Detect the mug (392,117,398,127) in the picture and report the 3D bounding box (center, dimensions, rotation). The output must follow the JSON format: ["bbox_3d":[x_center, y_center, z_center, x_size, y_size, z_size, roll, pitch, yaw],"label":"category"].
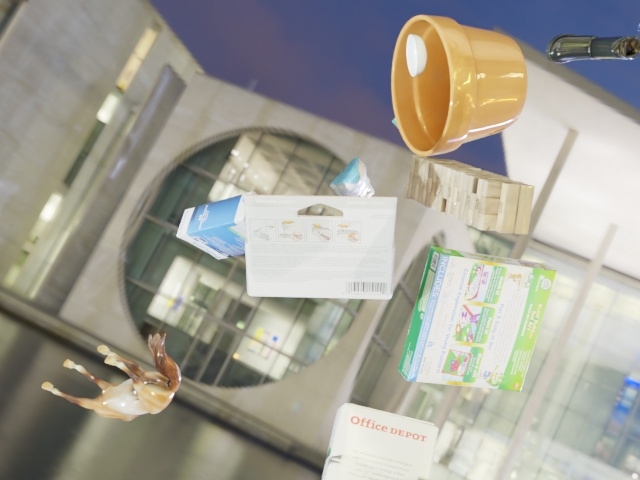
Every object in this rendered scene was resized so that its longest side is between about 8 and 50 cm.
[{"bbox_3d":[0.270,-0.327,2.435,0.097,0.129,0.158,46,-1,-4],"label":"mug"}]

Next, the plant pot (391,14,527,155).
[{"bbox_3d":[0.299,-0.329,1.942,0.203,0.291,0.291,-6,0,-18],"label":"plant pot"}]

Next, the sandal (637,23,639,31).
[{"bbox_3d":[0.733,-0.354,1.885,0.138,0.317,0.126,-6,-17,16],"label":"sandal"}]

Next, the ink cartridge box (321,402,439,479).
[{"bbox_3d":[0.082,0.382,1.438,0.160,0.219,0.092,15,-20,-1],"label":"ink cartridge box"}]

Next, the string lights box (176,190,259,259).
[{"bbox_3d":[-0.196,-0.030,2.095,0.133,0.077,0.259,31,-27,-35],"label":"string lights box"}]

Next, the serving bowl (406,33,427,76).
[{"bbox_3d":[0.195,-0.369,1.836,0.027,0.083,0.083,-6,-6,-8],"label":"serving bowl"}]

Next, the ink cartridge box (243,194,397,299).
[{"bbox_3d":[0.000,0.000,1.826,0.296,0.066,0.261,1,-52,1],"label":"ink cartridge box"}]

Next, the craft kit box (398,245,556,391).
[{"bbox_3d":[0.290,0.148,1.705,0.246,0.250,0.061,10,13,-18],"label":"craft kit box"}]

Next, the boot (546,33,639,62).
[{"bbox_3d":[0.424,-0.296,1.421,0.121,0.045,0.099,-11,19,-29],"label":"boot"}]

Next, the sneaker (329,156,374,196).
[{"bbox_3d":[0.082,-0.129,2.126,0.092,0.087,0.228,44,-2,-1],"label":"sneaker"}]

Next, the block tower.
[{"bbox_3d":[0.272,-0.094,1.754,0.091,0.097,0.335,3,11,-22],"label":"block tower"}]

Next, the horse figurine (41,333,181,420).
[{"bbox_3d":[-0.301,0.226,1.426,0.263,0.066,0.174,-25,-50,36],"label":"horse figurine"}]
